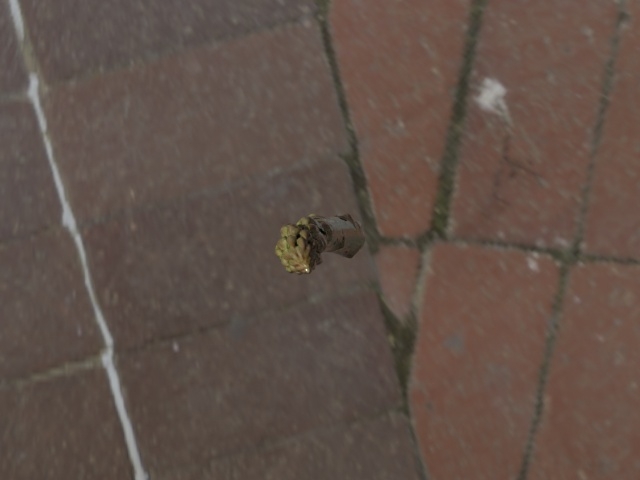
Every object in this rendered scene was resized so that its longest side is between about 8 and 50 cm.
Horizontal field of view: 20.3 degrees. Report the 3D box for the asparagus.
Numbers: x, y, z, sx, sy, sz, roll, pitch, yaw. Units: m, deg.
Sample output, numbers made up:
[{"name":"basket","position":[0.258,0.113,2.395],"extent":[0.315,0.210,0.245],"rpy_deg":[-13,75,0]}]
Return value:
[{"name":"asparagus","position":[0.000,0.000,0.492],"extent":[0.015,0.114,0.014],"rpy_deg":[25,96,7]}]
